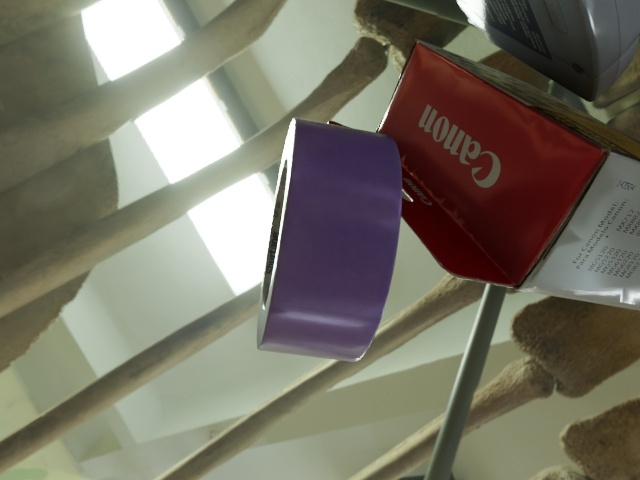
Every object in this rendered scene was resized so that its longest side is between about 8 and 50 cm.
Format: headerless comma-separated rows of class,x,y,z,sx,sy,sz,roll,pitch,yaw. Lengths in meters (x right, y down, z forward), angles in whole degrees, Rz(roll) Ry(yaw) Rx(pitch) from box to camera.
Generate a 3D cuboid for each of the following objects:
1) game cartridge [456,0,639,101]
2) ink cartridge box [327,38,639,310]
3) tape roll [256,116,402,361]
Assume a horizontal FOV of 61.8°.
game cartridge,0.148,-0.228,0.414,0.060,0.294,0.196,-44,-127,15
ink cartridge box,0.187,-0.082,0.534,0.130,0.271,0.309,-66,-150,26
tape roll,0.000,0.000,0.441,0.080,0.189,0.189,10,-59,-9
